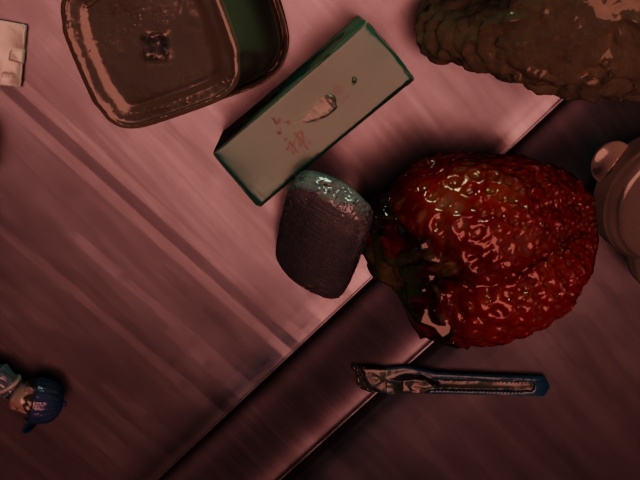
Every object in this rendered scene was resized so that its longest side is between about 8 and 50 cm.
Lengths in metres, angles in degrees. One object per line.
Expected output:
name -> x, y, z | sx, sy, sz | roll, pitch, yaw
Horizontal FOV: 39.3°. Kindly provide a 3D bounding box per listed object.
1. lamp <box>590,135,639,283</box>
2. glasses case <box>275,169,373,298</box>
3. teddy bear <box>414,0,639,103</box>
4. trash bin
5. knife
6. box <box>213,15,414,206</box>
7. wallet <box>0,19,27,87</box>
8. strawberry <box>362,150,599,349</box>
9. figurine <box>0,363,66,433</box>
lamp -> 0.454, -0.044, 1.204 | 0.179, 0.108, 0.246 | -22, 115, 0
glasses case -> 0.000, 0.000, 1.127 | 0.109, 0.282, 0.067 | 31, 68, 8
teddy bear -> 0.309, -0.333, 1.001 | 0.357, 0.224, 0.368 | 8, 120, -2
trash bin -> -0.165, -0.247, 1.035 | 0.219, 0.250, 0.220 | -19, 108, 10
knife -> 0.192, 0.207, 1.314 | 0.296, 0.026, 0.044 | 2, 96, -3
box -> -0.012, -0.165, 1.117 | 0.245, 0.153, 0.092 | -39, 105, 8
wallet -> -0.402, -0.239, 1.148 | 0.044, 0.011, 0.083 | 9, 107, -6
strawberry -> 0.208, -0.005, 1.143 | 0.288, 0.238, 0.250 | -29, 111, -7
figurine -> -0.426, 0.207, 1.269 | 0.136, 0.077, 0.079 | 45, 66, 0
